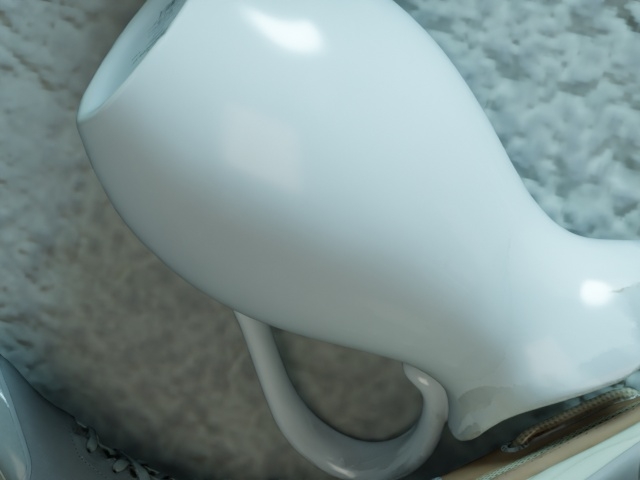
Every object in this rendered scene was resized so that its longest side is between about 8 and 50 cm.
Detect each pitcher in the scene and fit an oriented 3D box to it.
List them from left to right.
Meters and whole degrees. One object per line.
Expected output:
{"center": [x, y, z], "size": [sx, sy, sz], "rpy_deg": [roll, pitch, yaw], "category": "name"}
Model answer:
{"center": [0.000, 0.000, 0.728], "size": [0.207, 0.125, 0.178], "rpy_deg": [37, 123, -17], "category": "pitcher"}

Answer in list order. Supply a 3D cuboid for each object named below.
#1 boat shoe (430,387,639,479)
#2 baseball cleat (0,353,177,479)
{"center": [0.126, 0.104, 0.737], "size": [0.324, 0.116, 0.123], "rpy_deg": [-19, 102, -10], "category": "boat shoe"}
{"center": [-0.063, 0.112, 0.797], "size": [0.109, 0.072, 0.206], "rpy_deg": [-35, 103, -1], "category": "baseball cleat"}
